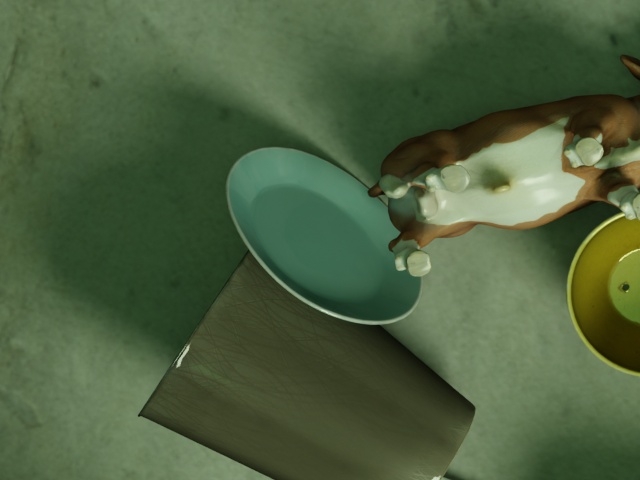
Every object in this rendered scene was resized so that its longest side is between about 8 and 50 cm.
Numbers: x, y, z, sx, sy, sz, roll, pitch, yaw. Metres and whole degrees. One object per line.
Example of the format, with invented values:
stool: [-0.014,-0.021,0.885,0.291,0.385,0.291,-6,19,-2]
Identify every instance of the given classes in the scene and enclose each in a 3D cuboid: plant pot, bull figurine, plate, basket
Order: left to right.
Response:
basket: [-0.001,0.124,1.420,0.227,0.204,0.154,33,137,-2]
plate: [0.000,0.000,1.415,0.188,0.188,0.024,42,124,6]
bull figurine: [0.184,-0.063,1.388,0.310,0.188,0.101,-19,103,14]
plant pot: [0.265,0.039,1.410,0.134,0.095,0.134,0,91,7]

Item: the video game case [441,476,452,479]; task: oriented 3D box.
video game case: [0.141,0.327,1.436,0.193,0.023,0.212,23,75,7]
